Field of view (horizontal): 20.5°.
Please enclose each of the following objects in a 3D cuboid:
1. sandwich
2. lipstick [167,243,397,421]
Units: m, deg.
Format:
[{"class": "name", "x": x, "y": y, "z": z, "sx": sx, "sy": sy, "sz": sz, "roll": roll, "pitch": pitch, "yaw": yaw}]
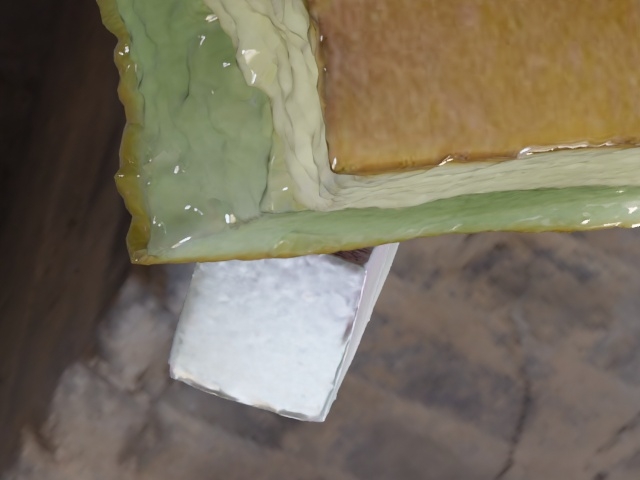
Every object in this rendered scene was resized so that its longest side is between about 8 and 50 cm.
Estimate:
[{"class": "sandwich", "x": 0.018, "y": -0.113, "z": 0.399, "sx": 0.186, "sy": 0.108, "sz": 0.220, "roll": -4, "pitch": 81, "yaw": -28}, {"class": "lipstick", "x": 0.000, "y": 0.000, "z": 0.796, "sx": 0.066, "sy": 0.068, "sz": 0.317, "roll": 18, "pitch": 13, "yaw": 3}]
